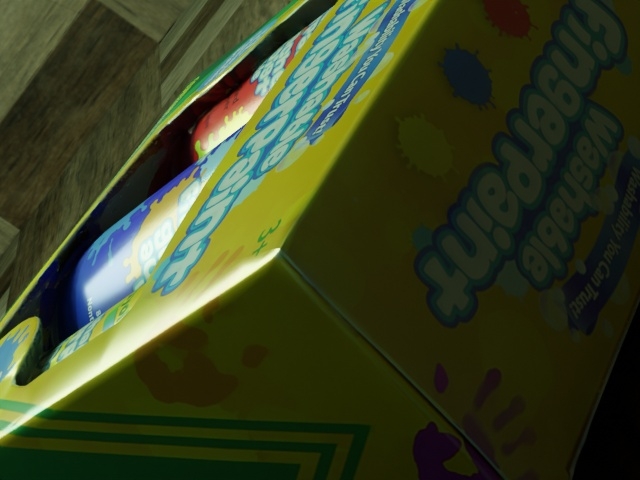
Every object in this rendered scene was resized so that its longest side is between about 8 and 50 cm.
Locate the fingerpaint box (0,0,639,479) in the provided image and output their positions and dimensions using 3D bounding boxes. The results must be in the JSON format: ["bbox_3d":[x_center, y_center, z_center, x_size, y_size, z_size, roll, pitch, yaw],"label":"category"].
[{"bbox_3d":[0.000,0.000,0.976,0.371,0.163,0.445,-33,17,42],"label":"fingerpaint box"}]
